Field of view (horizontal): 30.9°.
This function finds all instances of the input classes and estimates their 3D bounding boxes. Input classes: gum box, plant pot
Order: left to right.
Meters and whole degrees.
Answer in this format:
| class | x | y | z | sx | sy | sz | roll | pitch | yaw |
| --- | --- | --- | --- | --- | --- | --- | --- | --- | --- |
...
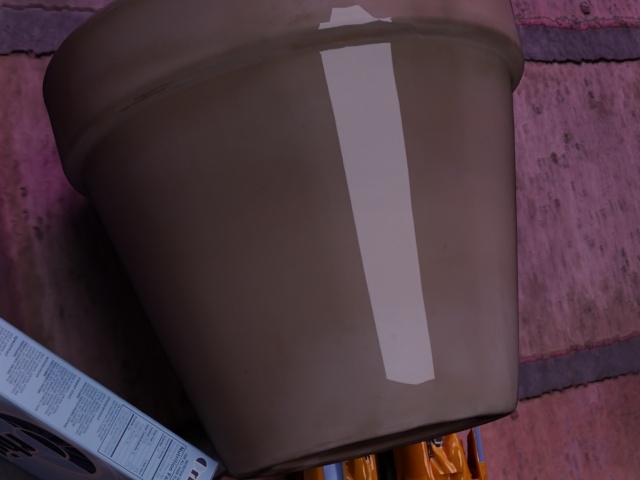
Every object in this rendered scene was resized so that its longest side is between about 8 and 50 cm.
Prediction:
| class | x | y | z | sx | sy | sz | roll | pitch | yaw |
| --- | --- | --- | --- | --- | --- | --- | --- | --- | --- |
| gum box | -0.179 | 0.113 | 0.737 | 0.184 | 0.157 | 0.041 | 39 | 60 | -22 |
| plant pot | 0.000 | 0.000 | 0.766 | 0.323 | 0.323 | 0.280 | -3 | 73 | -36 |

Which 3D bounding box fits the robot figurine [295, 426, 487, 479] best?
| class | x | y | z | sx | sy | sz | roll | pitch | yaw |
| --- | --- | --- | --- | --- | --- | --- | --- | --- | --- |
| robot figurine | 0.053 | 0.146 | 0.939 | 0.211 | 0.085 | 0.291 | -3 | 81 | -37 |
